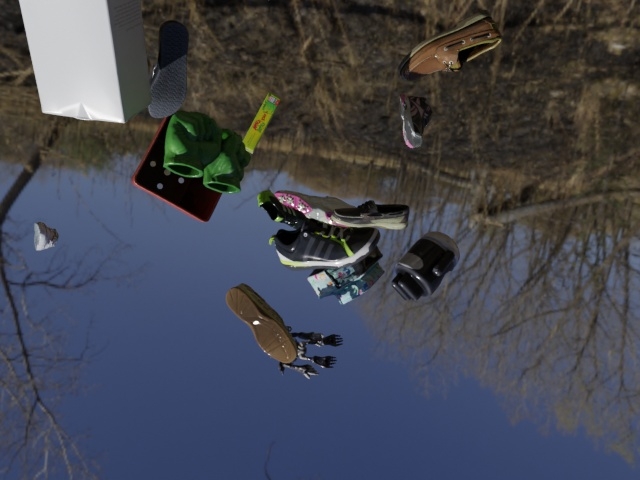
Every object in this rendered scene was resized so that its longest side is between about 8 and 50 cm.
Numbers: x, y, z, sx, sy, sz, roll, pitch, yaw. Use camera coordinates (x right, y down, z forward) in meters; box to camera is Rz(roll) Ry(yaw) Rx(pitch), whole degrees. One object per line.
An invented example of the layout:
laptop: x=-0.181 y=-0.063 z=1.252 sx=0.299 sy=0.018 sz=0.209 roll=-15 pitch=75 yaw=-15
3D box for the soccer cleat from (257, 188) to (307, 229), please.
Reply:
soccer cleat: x=-0.102 y=-0.069 z=1.648 sx=0.179 sy=0.060 sz=0.072 roll=35 pitch=-146 yaw=-25

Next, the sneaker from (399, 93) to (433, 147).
sneaker: x=0.239 y=-0.302 z=1.467 sx=0.077 sy=0.072 sz=0.178 roll=-4 pitch=-128 yaw=2

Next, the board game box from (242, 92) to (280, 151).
board game box: x=-0.187 y=-0.364 z=1.873 sx=0.043 sy=0.181 sz=0.092 roll=28 pitch=179 yaw=-8

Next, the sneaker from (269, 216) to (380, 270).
sneaker: x=0.000 y=0.000 z=1.184 sx=0.234 sy=0.097 sz=0.084 roll=-13 pitch=-148 yaw=28

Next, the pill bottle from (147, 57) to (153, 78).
pill bottle: x=-0.541 y=-0.477 z=1.595 sx=0.094 sy=0.094 sz=0.169 roll=20 pitch=179 yaw=41

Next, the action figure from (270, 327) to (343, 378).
action figure: x=-0.046 y=0.375 z=1.998 sx=0.141 sy=0.164 sz=0.275 roll=25 pitch=158 yaw=-35

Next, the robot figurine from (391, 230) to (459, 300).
robot figurine: x=0.386 y=0.095 z=2.192 sx=0.209 sy=0.278 sz=0.174 roll=29 pitch=156 yaw=38

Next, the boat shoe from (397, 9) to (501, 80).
boat shoe: x=0.376 y=-0.548 z=1.757 sx=0.307 sy=0.104 sz=0.110 roll=-30 pitch=164 yaw=18

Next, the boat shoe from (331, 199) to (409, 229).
boat shoe: x=0.143 y=-0.079 z=1.688 sx=0.223 sy=0.073 sz=0.080 roll=4 pitch=-152 yaw=-9

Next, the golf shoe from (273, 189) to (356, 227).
golf shoe: x=-0.011 y=-0.103 z=2.032 sx=0.306 sy=0.115 sz=0.140 roll=22 pitch=-144 yaw=8

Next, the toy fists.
toy fists: x=-0.255 y=-0.209 z=1.395 sx=0.096 sy=0.142 sz=0.279 roll=-2 pitch=169 yaw=26

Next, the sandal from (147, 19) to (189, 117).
sandal: x=-0.390 y=-0.438 z=1.550 sx=0.097 sy=0.255 sz=0.054 roll=2 pitch=-149 yaw=-34

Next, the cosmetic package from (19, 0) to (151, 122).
cosmetic package: x=-0.520 y=-0.472 z=1.335 sx=0.217 sy=0.385 sz=0.156 roll=10 pitch=-145 yaw=8

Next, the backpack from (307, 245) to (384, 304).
backpack: x=0.088 y=0.113 z=2.131 sx=0.253 sy=0.191 sz=0.225 roll=-27 pitch=-176 yaw=30

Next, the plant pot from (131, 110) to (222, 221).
plant pot: x=-0.466 y=-0.233 z=1.972 sx=0.267 sy=0.267 sz=0.235 roll=31 pitch=165 yaw=-28

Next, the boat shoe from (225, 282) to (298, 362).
boat shoe: x=-0.164 y=0.243 z=1.823 sx=0.285 sy=0.104 sz=0.089 roll=51 pitch=-157 yaw=2

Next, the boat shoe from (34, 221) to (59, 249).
boat shoe: x=-0.956 y=-0.020 z=2.103 sx=0.075 sy=0.083 sz=0.226 roll=-10 pitch=176 yaw=-29
